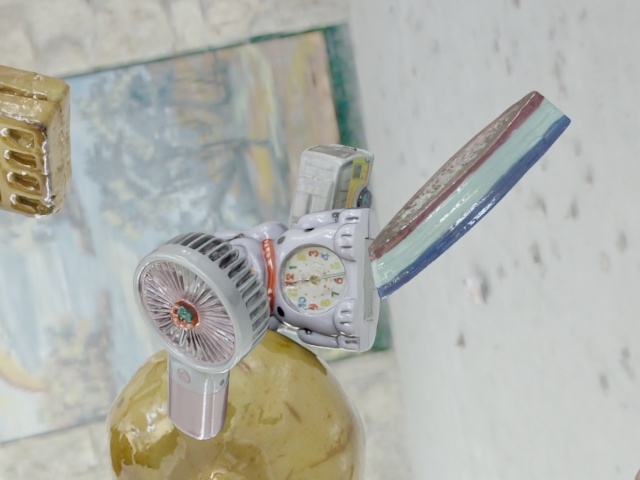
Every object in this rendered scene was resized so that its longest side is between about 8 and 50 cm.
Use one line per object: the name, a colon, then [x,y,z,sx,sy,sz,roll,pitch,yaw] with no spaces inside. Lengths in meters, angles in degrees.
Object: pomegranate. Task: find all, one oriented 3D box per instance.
pomegranate: [-0.105,0.264,1.489,0.342,0.342,0.343,168,90,-83]

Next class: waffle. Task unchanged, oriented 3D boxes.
waffle: [-0.510,-0.155,1.711,0.224,0.327,0.098,102,-177,-50]

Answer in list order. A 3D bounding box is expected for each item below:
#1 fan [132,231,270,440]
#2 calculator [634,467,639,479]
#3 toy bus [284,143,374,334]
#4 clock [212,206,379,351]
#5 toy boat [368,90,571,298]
fan: [-0.115,0.100,1.178,0.130,0.074,0.244,27,134,23]
calculator: [0.499,0.505,1.845,0.048,0.220,0.330,-4,122,40]
toy bus: [0.000,0.000,1.712,0.106,0.092,0.268,1,-78,-60]
clock: [-0.058,0.045,1.571,0.189,0.253,0.189,2,-90,-80]
toy boat: [0.122,-0.042,1.076,0.046,0.229,0.080,51,170,-26]
